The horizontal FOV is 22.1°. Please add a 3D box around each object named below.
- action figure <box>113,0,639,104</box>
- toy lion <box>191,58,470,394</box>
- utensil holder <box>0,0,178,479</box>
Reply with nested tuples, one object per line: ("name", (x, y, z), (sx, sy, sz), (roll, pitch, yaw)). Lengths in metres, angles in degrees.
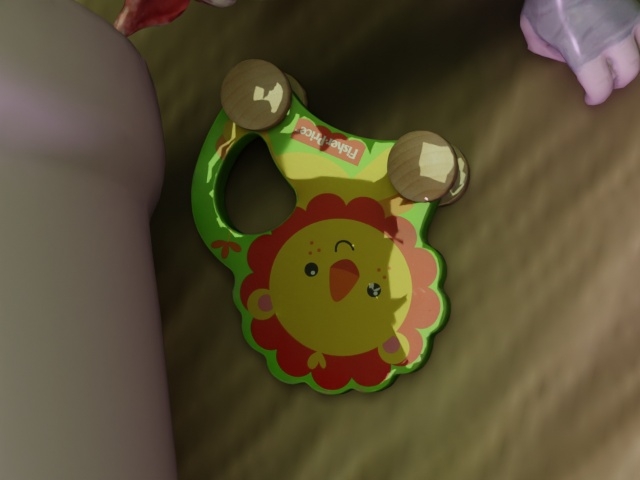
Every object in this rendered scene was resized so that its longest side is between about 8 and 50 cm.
("action figure", (0.037, -0.210, 0.473), (0.248, 0.276, 0.370), (28, 71, 7))
("toy lion", (0.000, 0.000, 0.552), (0.100, 0.034, 0.096), (25, 92, 13))
("utensil holder", (-0.175, 0.160, 0.381), (0.327, 0.327, 0.385), (-10, 81, 7))
